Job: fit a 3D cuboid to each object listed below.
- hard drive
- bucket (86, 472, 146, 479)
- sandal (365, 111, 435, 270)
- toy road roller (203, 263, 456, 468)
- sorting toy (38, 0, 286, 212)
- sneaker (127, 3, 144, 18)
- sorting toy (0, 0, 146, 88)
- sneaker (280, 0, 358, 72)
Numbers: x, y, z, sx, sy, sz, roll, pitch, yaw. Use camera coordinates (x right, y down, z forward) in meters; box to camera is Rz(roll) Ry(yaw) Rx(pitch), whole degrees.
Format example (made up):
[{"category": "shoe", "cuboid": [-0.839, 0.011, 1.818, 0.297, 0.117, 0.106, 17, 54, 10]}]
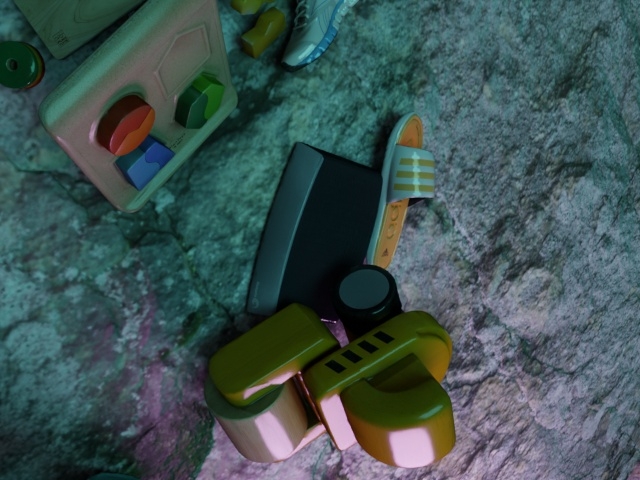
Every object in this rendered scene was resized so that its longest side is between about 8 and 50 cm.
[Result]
[{"category": "hard drive", "cuboid": [0.000, 0.000, 0.888, 0.172, 0.054, 0.254, 14, 96, -40]}, {"category": "bucket", "cuboid": [-0.221, 0.425, 0.726, 0.281, 0.281, 0.183, 36, 77, -40]}, {"category": "sandal", "cuboid": [0.141, -0.065, 0.950, 0.102, 0.076, 0.265, -12, 116, -55]}, {"category": "toy road roller", "cuboid": [0.034, 0.212, 0.819, 0.330, 0.240, 0.202, -29, 135, -12]}, {"category": "sorting toy", "cuboid": [-0.139, -0.176, 0.654, 0.307, 0.041, 0.229, -50, 168, -13]}, {"category": "sneaker", "cuboid": [-0.120, -0.325, 0.621, 0.099, 0.153, 0.282, 7, 101, -39]}, {"category": "sorting toy", "cuboid": [-0.229, -0.273, 0.587, 0.275, 0.046, 0.132, -32, 102, 8]}, {"category": "sneaker", "cuboid": [-0.010, -0.304, 0.779, 0.083, 0.071, 0.190, 39, 71, -33]}]
